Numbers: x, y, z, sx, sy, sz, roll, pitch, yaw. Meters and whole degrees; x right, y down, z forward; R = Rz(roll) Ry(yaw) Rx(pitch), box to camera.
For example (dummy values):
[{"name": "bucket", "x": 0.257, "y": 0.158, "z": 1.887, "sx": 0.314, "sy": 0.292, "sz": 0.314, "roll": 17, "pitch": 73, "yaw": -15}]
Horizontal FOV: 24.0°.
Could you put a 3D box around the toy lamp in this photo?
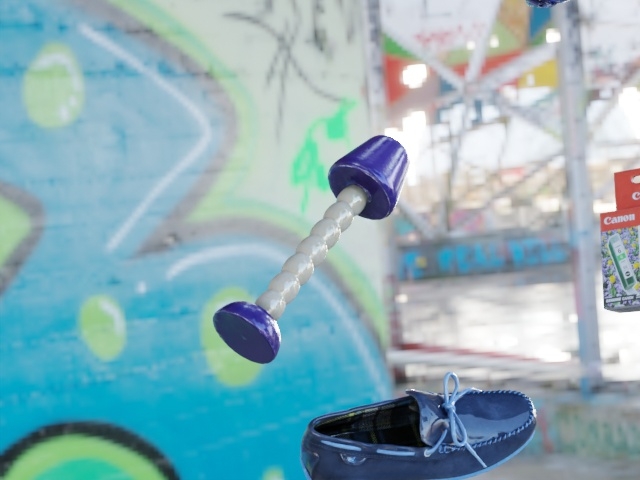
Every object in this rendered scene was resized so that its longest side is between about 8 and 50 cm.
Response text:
[{"name": "toy lamp", "x": 0.000, "y": 0.000, "z": 1.463, "sx": 0.080, "sy": 0.080, "sz": 0.274, "roll": -2, "pitch": 40, "yaw": 48}]

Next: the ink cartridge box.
[{"name": "ink cartridge box", "x": 0.249, "y": -0.004, "z": 1.160, "sx": 0.063, "sy": 0.115, "sz": 0.029, "roll": -10, "pitch": -16, "yaw": 38}]

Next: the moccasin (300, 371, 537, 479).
[{"name": "moccasin", "x": 0.143, "y": 0.271, "z": 2.104, "sx": 0.342, "sy": 0.116, "sz": 0.137, "roll": -15, "pitch": 44, "yaw": -11}]

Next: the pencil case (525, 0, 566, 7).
[{"name": "pencil case", "x": 0.306, "y": -0.309, "z": 1.299, "sx": 0.306, "sy": 0.119, "sz": 0.133, "roll": -22, "pitch": 47, "yaw": 0}]
